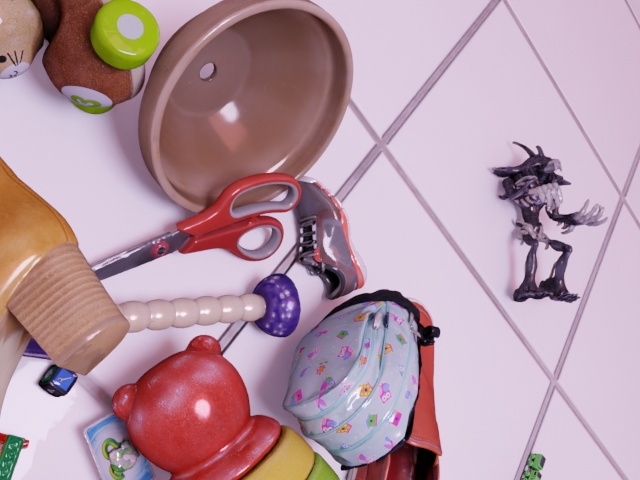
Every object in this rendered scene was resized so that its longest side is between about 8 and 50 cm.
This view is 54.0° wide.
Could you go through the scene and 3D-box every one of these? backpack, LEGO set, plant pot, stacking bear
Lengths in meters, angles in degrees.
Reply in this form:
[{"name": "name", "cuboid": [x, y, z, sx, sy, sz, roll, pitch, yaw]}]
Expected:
[{"name": "backpack", "cuboid": [0.035, 0.142, 0.650, 0.115, 0.152, 0.182, 41, 30, -14]}, {"name": "LEGO set", "cuboid": [-0.222, 0.236, 0.527, 0.182, 0.060, 0.244, -25, 97, -52]}, {"name": "plant pot", "cuboid": [-0.089, -0.151, 0.640, 0.237, 0.237, 0.110, -15, 49, -40]}, {"name": "stacking bear", "cuboid": [-0.067, 0.228, 0.568, 0.175, 0.164, 0.289, -34, 93, -16]}]

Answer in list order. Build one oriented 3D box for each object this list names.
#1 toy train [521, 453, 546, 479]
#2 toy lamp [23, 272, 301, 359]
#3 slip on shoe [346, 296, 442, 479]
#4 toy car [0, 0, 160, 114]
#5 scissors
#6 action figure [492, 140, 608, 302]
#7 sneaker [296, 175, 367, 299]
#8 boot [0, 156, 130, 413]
[{"name": "toy train", "cuboid": [0.315, 0.354, 0.935, 0.017, 0.024, 0.083, 48, 53, -20]}, {"name": "toy lamp", "cuboid": [-0.147, 0.068, 0.595, 0.275, 0.080, 0.080, -1, 80, -42]}, {"name": "slip on shoe", "cuboid": [0.099, 0.225, 0.742, 0.123, 0.101, 0.331, 27, 62, -30]}, {"name": "toy car", "cuboid": [-0.257, -0.162, 0.521, 0.188, 0.155, 0.149, -31, 99, -30]}, {"name": "scissors", "cuboid": [-0.144, -0.008, 0.620, 0.297, 0.021, 0.109, -11, 129, -38]}, {"name": "action figure", "cuboid": [0.366, -0.041, 1.002, 0.164, 0.141, 0.275, 8, 76, -26]}, {"name": "sneaker", "cuboid": [0.000, 0.000, 0.745, 0.065, 0.061, 0.158, -33, 100, -33]}, {"name": "boot", "cuboid": [-0.305, 0.074, 0.439, 0.211, 0.104, 0.295, 43, 70, 15]}]
